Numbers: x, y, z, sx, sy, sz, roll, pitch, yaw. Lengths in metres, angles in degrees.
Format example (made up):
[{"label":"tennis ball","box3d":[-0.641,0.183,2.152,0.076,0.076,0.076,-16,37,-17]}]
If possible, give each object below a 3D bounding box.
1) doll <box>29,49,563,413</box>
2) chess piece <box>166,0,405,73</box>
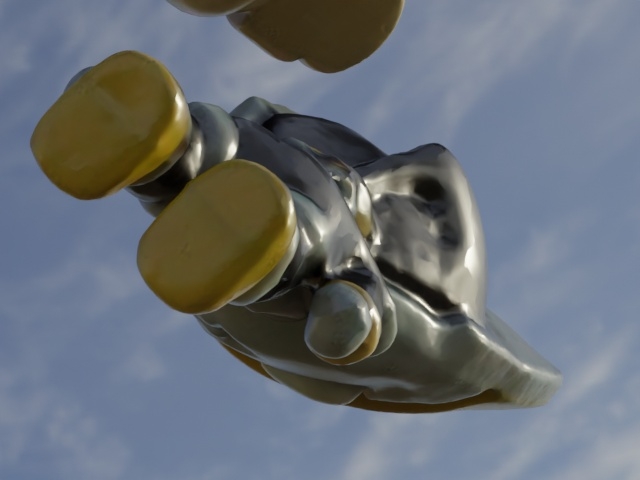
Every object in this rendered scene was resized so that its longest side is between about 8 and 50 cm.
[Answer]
[{"label":"doll","box3d":[0.003,0.004,0.693,0.145,0.103,0.316,20,-2,18]},{"label":"chess piece","box3d":[-0.109,-0.197,0.850,0.117,0.117,0.397,-32,-52,31]}]
